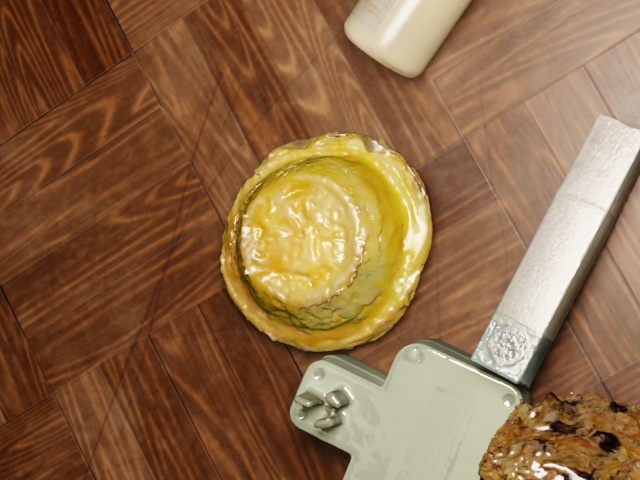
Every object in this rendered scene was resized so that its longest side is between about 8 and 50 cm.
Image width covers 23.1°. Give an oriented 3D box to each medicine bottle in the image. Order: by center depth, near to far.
[{"bbox_3d":[0.137,-0.321,1.848,0.114,0.114,0.252,39,104,17],"label":"medicine bottle"}]

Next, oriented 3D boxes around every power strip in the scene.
[{"bbox_3d":[0.091,0.228,1.861,0.261,0.141,0.229,25,98,17],"label":"power strip"}]

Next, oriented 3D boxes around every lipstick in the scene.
[{"bbox_3d":[0.277,0.013,1.788,0.066,0.068,0.317,27,89,22],"label":"lipstick"}]

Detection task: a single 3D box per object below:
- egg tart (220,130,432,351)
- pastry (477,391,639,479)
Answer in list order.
[{"bbox_3d":[0.000,0.000,1.909,0.288,0.118,0.288,-1,86,19],"label":"egg tart"},{"bbox_3d":[0.301,0.291,1.725,0.275,0.275,0.193,22,117,20],"label":"pastry"}]
